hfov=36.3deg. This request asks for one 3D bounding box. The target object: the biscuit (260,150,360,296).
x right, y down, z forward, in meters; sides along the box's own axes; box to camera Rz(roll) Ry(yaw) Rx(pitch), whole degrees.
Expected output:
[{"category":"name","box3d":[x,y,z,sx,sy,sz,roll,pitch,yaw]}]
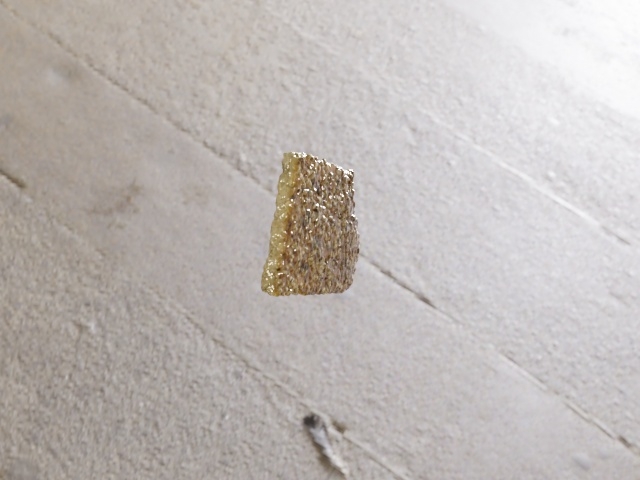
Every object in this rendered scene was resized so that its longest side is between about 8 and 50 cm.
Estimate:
[{"category":"biscuit","box3d":[0.004,-0.011,0.951,0.026,0.131,0.237,13,2,19]}]
